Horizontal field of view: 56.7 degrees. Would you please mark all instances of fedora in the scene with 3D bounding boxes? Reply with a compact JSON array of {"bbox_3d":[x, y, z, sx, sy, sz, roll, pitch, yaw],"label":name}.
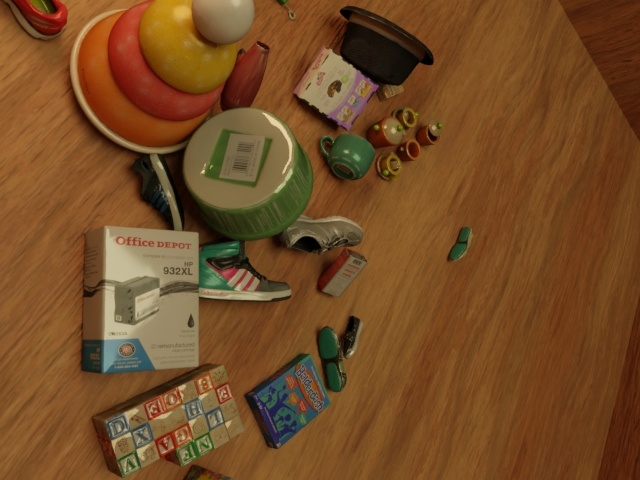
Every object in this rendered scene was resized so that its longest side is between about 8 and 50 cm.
[{"bbox_3d":[0.183,-0.588,1.857,0.334,0.334,0.152,21,102,-35],"label":"fedora"}]

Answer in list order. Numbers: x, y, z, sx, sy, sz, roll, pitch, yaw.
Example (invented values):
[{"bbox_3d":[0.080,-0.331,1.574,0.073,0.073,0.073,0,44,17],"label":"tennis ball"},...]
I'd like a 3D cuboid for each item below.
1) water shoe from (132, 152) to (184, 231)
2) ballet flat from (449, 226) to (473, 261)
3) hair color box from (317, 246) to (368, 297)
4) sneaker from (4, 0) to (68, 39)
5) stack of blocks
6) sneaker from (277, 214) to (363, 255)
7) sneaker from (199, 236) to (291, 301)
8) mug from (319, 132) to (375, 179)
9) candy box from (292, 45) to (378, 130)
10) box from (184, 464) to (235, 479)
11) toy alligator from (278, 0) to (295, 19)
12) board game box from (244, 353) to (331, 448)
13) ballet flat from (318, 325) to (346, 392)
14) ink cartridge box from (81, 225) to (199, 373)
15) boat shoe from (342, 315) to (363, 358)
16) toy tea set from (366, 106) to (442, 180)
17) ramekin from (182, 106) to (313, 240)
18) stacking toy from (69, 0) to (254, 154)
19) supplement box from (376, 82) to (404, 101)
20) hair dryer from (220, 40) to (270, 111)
[{"bbox_3d":[-0.384,-0.106,1.413,0.080,0.073,0.203,-15,107,-1],"label":"water shoe"},{"bbox_3d":[0.514,0.023,2.129,0.052,0.057,0.168,53,54,-32],"label":"ballet flat"},{"bbox_3d":[0.063,0.092,1.696,0.072,0.141,0.043,24,25,-35],"label":"hair color box"},{"bbox_3d":[-0.635,-0.558,1.236,0.279,0.118,0.107,47,56,-24],"label":"sneaker"},{"bbox_3d":[-0.337,0.416,1.342,0.297,0.087,0.171,-19,96,-40],"label":"stack of blocks"},{"bbox_3d":[0.000,0.000,1.660,0.281,0.105,0.115,4,50,-29],"label":"sneaker"},{"bbox_3d":[-0.198,0.061,1.500,0.296,0.124,0.178,7,88,-37],"label":"sneaker"},{"bbox_3d":[0.075,-0.243,1.776,0.097,0.158,0.129,-63,145,-24],"label":"mug"},{"bbox_3d":[0.045,-0.448,1.756,0.196,0.070,0.165,29,103,-33],"label":"candy box"},{"bbox_3d":[-0.231,0.716,1.325,0.279,0.177,0.290,48,57,-24],"label":"box"},{"bbox_3d":[-0.122,-0.732,1.729,0.189,0.051,0.056,47,57,-24],"label":"toy alligator"},{"bbox_3d":[-0.081,0.422,1.578,0.210,0.047,0.160,-31,103,-39],"label":"board game box"},{"bbox_3d":[0.037,0.334,1.689,0.070,0.070,0.188,-5,88,-40],"label":"ballet flat"},{"bbox_3d":[-0.394,0.130,1.315,0.223,0.129,0.307,5,80,-38],"label":"ink cartridge box"},{"bbox_3d":[0.086,0.282,1.734,0.040,0.049,0.142,39,44,-17],"label":"boat shoe"},{"bbox_3d":[0.297,-0.348,1.963,0.336,0.124,0.200,-39,107,-36],"label":"toy tea set"},{"bbox_3d":[-0.175,-0.164,1.399,0.148,0.303,0.303,70,30,-69],"label":"ramekin"},{"bbox_3d":[-0.290,-0.398,1.259,0.351,0.480,0.350,7,79,-39],"label":"stacking toy"},{"bbox_3d":[0.231,-0.513,1.993,0.098,0.036,0.062,-33,103,-38],"label":"supplement box"},{"bbox_3d":[-0.206,-0.409,1.462,0.080,0.293,0.223,12,79,-29],"label":"hair dryer"}]
